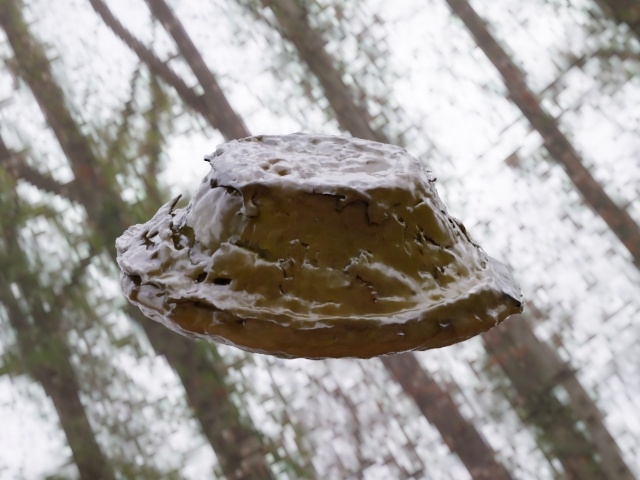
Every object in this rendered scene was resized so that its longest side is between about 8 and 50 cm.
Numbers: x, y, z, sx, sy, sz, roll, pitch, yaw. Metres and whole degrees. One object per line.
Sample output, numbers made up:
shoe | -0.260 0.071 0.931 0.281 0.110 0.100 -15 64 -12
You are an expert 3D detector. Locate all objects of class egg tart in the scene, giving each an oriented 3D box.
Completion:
egg tart | 0.000 0.000 1.100 0.241 0.241 0.106 -3 -74 -23
